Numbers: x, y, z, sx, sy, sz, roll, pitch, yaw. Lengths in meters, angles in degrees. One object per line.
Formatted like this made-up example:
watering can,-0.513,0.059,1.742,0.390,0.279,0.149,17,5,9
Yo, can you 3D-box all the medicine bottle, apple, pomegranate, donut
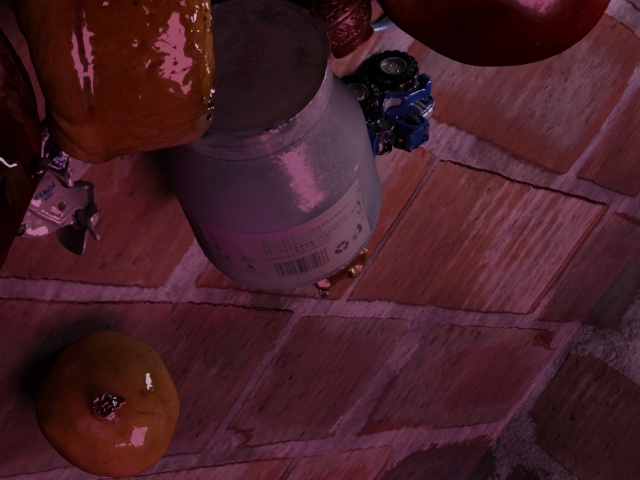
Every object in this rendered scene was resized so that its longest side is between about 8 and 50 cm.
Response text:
medicine bottle,-0.062,-0.115,1.424,0.245,0.245,0.290,-41,149,-16
apple,0.199,-0.354,1.457,0.317,0.288,0.288,4,123,-42
pomegranate,-0.269,0.211,1.585,0.191,0.191,0.191,-35,149,-25
donut,-0.172,-0.219,1.073,0.150,0.317,0.299,-5,158,-3

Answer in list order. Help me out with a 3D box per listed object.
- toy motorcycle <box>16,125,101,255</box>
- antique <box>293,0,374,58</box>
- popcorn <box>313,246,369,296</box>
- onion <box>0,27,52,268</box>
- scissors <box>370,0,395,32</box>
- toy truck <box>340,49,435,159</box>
toy motorcycle,-0.325,-0.023,1.321,0.221,0.102,0.150,-37,130,-27
antique,0.014,-0.275,1.486,0.104,0.104,0.104,-35,149,-25
popcorn,0.000,0.000,1.776,0.148,0.152,0.167,-38,147,21
onion,-0.413,-0.053,0.980,0.348,0.348,0.385,-16,173,-46
scissors,0.146,-0.328,1.679,0.256,0.030,0.125,1,125,-51
toy truck,0.067,-0.154,1.681,0.208,0.126,0.113,-35,149,-24
